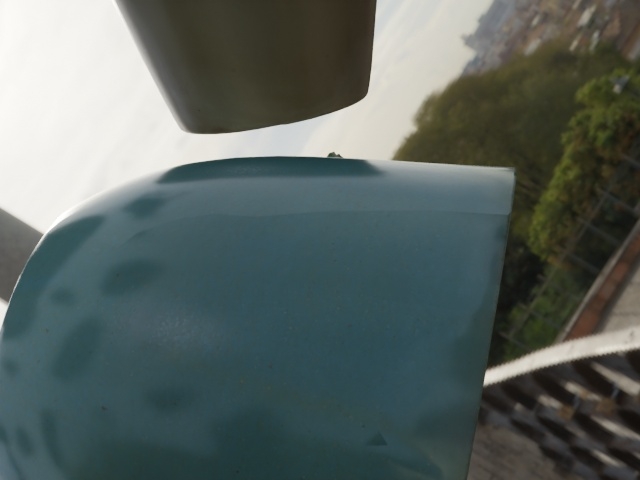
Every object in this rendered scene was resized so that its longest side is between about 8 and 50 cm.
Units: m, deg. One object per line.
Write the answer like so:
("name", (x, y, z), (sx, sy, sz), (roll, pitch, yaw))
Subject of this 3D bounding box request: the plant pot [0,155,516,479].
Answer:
("plant pot", (-0.034, 0.085, 0.553), (0.293, 0.235, 0.293), (11, -90, -80))

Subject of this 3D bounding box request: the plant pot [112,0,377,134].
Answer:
("plant pot", (-0.071, -0.256, 0.942), (0.323, 0.323, 0.280), (-54, -44, -68))

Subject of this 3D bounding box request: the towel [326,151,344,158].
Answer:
("towel", (0.000, 0.000, 1.014), (0.152, 0.113, 0.023), (-45, -7, 4))
